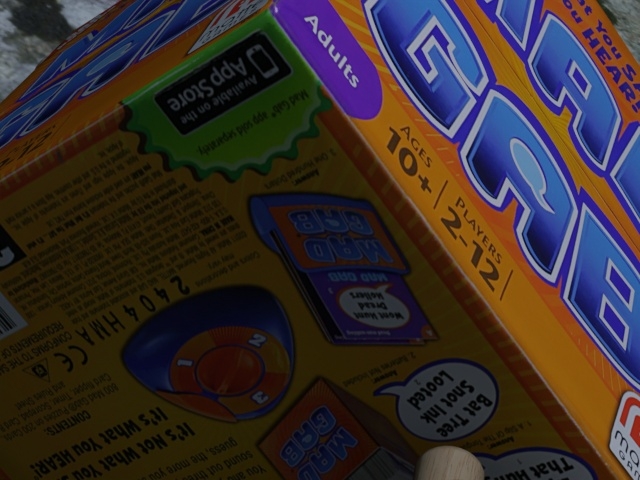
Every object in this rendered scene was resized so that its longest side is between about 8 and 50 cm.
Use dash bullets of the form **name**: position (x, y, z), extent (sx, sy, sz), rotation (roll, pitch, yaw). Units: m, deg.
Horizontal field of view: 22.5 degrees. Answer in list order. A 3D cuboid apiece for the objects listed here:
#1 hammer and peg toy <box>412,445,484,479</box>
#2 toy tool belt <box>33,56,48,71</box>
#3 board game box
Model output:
- **hammer and peg toy**: position (0.070, 0.284, 0.886), extent (0.361, 0.266, 0.127), rotation (52, 30, -26)
- **toy tool belt**: position (-0.206, -0.111, 1.328), extent (0.083, 0.052, 0.051), rotation (27, 70, -7)
- **board game box**: position (0.000, 0.000, 1.020), extent (0.356, 0.357, 0.356), rotation (53, 34, -16)
